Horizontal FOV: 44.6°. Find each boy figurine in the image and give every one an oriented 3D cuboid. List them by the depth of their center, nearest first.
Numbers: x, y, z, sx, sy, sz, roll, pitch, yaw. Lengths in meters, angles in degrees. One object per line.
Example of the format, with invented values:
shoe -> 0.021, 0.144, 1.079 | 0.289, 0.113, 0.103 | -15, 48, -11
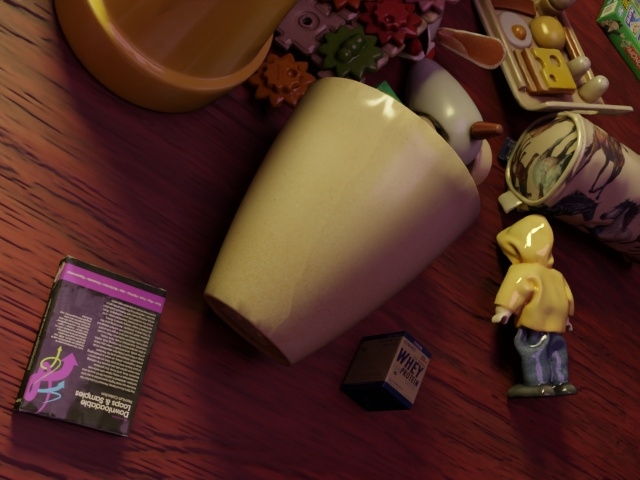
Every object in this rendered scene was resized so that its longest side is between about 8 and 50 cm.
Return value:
boy figurine -> 0.325, 0.101, 1.208 | 0.177, 0.092, 0.285 | 2, 77, -37

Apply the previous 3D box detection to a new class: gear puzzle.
gear puzzle -> 0.029, -0.297, 1.039 | 0.175, 0.044, 0.339 | 42, 70, 14

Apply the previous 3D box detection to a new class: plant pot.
plant pot -> -0.128, -0.295, 0.856 | 0.254, 0.239, 0.253 | 10, 73, -37
plant pot -> 0.000, 0.000, 0.905 | 0.256, 0.256, 0.274 | 46, 73, -20

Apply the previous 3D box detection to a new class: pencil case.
pencil case -> 0.490, -0.069, 1.338 | 0.410, 0.183, 0.159 | 22, 38, -33

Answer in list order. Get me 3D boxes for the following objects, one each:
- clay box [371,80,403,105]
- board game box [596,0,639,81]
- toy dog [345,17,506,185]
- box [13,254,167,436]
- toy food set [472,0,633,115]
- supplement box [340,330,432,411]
clay box -> 0.100, -0.096, 1.055 | 0.222, 0.127, 0.053 | 50, 55, -18
board game box -> 0.709, -0.495, 1.684 | 0.213, 0.046, 0.317 | 44, 56, -21
toy dog -> 0.185, -0.240, 1.136 | 0.220, 0.161, 0.333 | -22, 93, -40
box -> -0.234, 0.111, 0.807 | 0.116, 0.029, 0.162 | 25, 63, -30
toy food set -> 0.399, -0.348, 1.329 | 0.220, 0.092, 0.306 | -4, 67, -33
supplement box -> 0.085, 0.169, 1.006 | 0.056, 0.083, 0.083 | 42, 56, -24
